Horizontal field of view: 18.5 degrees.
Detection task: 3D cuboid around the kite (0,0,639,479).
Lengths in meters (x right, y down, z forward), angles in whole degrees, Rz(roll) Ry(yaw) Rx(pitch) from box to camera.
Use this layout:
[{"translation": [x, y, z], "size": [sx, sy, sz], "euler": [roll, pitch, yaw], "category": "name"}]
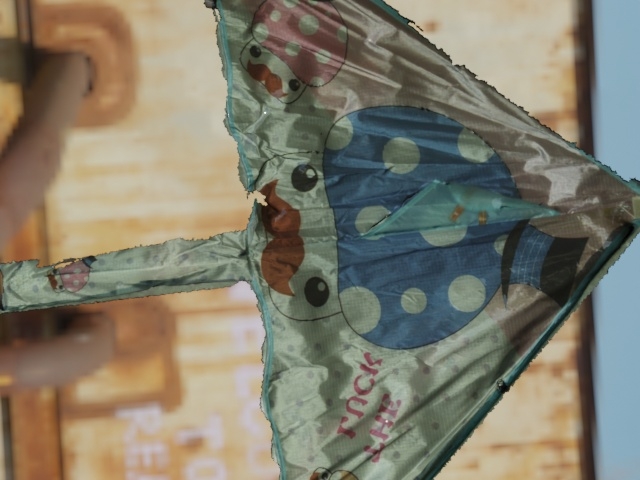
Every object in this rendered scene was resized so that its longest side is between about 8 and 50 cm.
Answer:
[{"translation": [0.000, 0.000, 1.056], "size": [0.014, 0.368, 0.406], "euler": [-2, 84, -80], "category": "kite"}]
